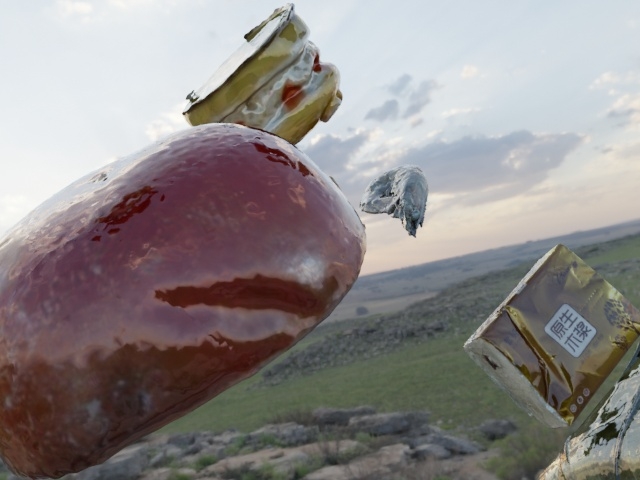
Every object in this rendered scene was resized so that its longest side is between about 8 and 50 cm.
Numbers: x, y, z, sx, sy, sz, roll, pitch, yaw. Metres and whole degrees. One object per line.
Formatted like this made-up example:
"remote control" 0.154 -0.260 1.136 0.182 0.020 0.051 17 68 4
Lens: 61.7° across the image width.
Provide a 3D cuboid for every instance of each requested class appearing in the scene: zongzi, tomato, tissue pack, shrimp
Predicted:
"zongzi" 0.346 0.205 0.590 0.251 0.125 0.274 -40 -9 -34
"tomato" -0.134 0.008 0.422 0.338 0.144 0.338 -25 21 10
"tissue pack" 0.361 0.147 0.827 0.226 0.183 0.092 -41 -14 -21
"shrimp" 0.161 -0.087 1.182 0.164 0.062 0.317 -25 26 17

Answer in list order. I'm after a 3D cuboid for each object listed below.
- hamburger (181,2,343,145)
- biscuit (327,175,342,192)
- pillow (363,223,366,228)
"hamburger" -0.091 -0.256 0.942 0.261 0.186 0.303 -38 29 13
"biscuit" -0.027 -0.176 1.593 0.045 0.154 0.299 -43 46 -12
"pillow" 0.000 0.000 1.145 0.185 0.118 0.043 12 11 1
